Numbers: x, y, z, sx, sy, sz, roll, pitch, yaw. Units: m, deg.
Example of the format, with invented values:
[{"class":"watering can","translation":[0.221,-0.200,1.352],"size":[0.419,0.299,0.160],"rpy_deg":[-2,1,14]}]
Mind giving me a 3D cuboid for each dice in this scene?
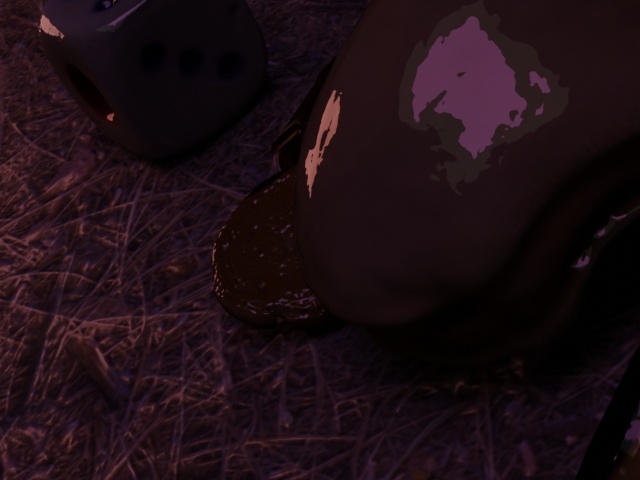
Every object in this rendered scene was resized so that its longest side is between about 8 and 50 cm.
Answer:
[{"class":"dice","translation":[-0.189,-0.220,1.769],"size":[0.192,0.193,0.194],"rpy_deg":[-41,35,-18]}]

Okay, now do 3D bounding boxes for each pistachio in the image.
[{"class":"pistachio","translation":[0.156,-0.100,1.318],"size":[0.365,0.281,0.445],"rpy_deg":[4,59,41]}]

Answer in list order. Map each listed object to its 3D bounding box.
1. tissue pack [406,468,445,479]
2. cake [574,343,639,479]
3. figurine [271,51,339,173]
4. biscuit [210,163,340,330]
[{"class":"tissue pack","translation":[0.070,0.247,1.117],"size":[0.148,0.060,0.108],"rpy_deg":[-46,37,-21]},{"class":"cake","translation":[0.259,0.167,0.998],"size":[0.178,0.185,0.208],"rpy_deg":[22,48,5]},{"class":"figurine","translation":[-0.008,-0.112,1.616],"size":[0.098,0.082,0.154],"rpy_deg":[-13,36,47]},{"class":"biscuit","translation":[0.000,0.000,1.481],"size":[0.225,0.042,0.226],"rpy_deg":[-14,42,13]}]
